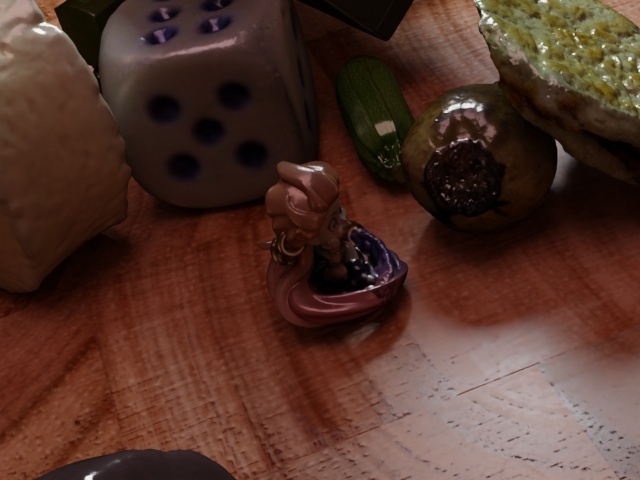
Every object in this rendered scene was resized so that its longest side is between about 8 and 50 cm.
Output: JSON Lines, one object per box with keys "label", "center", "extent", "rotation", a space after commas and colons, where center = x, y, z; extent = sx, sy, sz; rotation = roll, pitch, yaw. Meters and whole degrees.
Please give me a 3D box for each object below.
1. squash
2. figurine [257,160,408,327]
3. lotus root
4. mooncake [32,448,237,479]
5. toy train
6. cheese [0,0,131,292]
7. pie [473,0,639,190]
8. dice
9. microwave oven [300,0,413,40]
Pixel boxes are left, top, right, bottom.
{"label": "squash", "center": [0.058, -0.130, 1.334], "extent": [0.068, 0.077, 0.219], "rotation": [-23, 37, 4]}
{"label": "figurine", "center": [-0.006, 0.004, 1.128], "extent": [0.114, 0.157, 0.126], "rotation": [-18, 34, 36]}
{"label": "lotus root", "center": [0.155, -0.085, 1.195], "extent": [0.138, 0.138, 0.214], "rotation": [4, 29, 26]}
{"label": "mooncake", "center": [-0.108, 0.243, 0.763], "extent": [0.133, 0.245, 0.245], "rotation": [-27, 31, 21]}
{"label": "toy train", "center": [-0.209, -0.274, 1.579], "extent": [0.090, 0.137, 0.225], "rotation": [16, 47, 36]}
{"label": "cheese", "center": [-0.350, -0.105, 1.288], "extent": [0.153, 0.292, 0.332], "rotation": [-39, 29, -29]}
{"label": "pie", "center": [0.242, -0.156, 1.179], "extent": [0.105, 0.257, 0.274], "rotation": [-53, 22, 28]}
{"label": "dice", "center": [-0.110, -0.158, 1.338], "extent": [0.194, 0.191, 0.193], "rotation": [-10, 35, 10]}
{"label": "microwave oven", "center": [-0.085, -0.443, 1.442], "extent": [0.432, 0.374, 0.236], "rotation": [36, 97, 51]}
